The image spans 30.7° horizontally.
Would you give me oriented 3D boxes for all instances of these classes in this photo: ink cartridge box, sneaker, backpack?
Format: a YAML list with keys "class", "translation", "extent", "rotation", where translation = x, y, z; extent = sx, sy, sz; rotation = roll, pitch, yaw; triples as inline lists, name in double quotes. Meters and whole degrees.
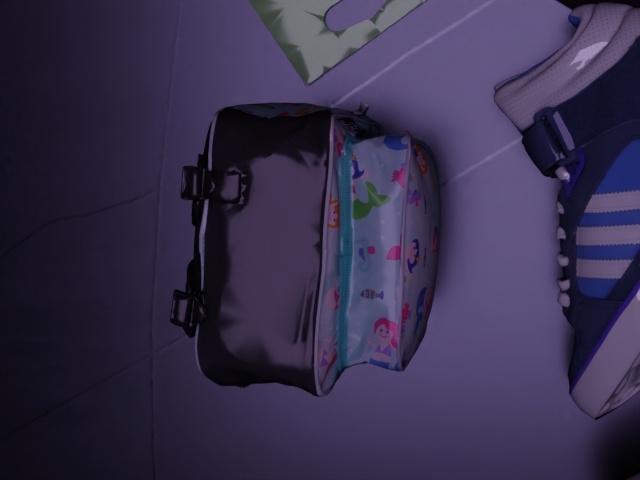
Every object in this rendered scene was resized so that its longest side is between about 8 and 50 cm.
- class: "ink cartridge box"
  translation: [-0.017, -0.278, 1.007]
  extent: [0.171, 0.056, 0.235]
  rotation: [-34, 88, 11]
- class: "sneaker"
  translation: [0.230, -0.037, 0.976]
  extent: [0.236, 0.130, 0.322]
  rotation: [41, 128, 30]
- class: "backpack"
  translation: [0.000, 0.000, 0.937]
  extent: [0.191, 0.253, 0.225]
  rotation: [3, 94, 5]

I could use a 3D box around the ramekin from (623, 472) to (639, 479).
- class: "ramekin"
  translation: [0.326, 0.235, 0.937]
  extent: [0.207, 0.207, 0.109]
  rotation: [-18, 83, 12]

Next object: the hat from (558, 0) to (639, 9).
- class: "hat"
  translation: [0.251, -0.319, 0.902]
  extent: [0.331, 0.331, 0.134]
  rotation: [27, 57, 6]
